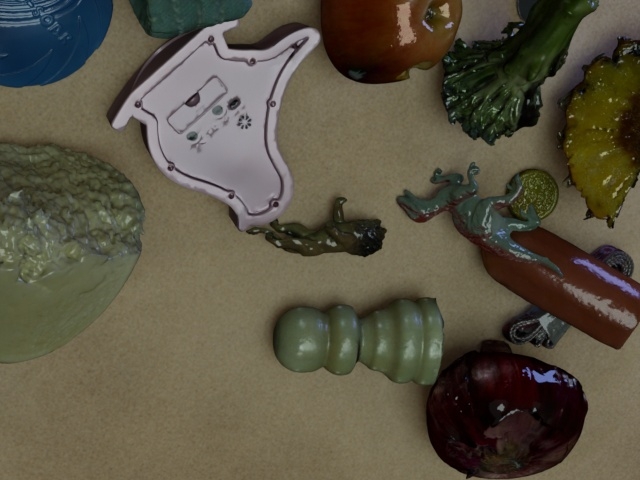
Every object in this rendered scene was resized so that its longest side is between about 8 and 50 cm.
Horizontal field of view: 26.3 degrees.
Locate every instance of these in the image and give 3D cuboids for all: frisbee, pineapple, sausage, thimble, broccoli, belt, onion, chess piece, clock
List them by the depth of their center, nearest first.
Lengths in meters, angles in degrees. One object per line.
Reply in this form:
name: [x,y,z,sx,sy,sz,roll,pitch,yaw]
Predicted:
thimble: [-0.190,-0.375,1.766,0.143,0.235,0.198,-18,151,-12]
frisbee: [-0.392,-0.318,1.802,0.242,0.045,0.242,-4,105,-15]
broccoli: [0.283,-0.264,1.893,0.145,0.304,0.165,-7,67,-33]
clock: [-0.106,-0.184,1.905,0.290,0.080,0.275,-45,113,1]
chess piece: [0.050,0.148,2.032,0.243,0.133,0.133,2,105,-10]
pineapple: [0.445,-0.191,2.055,0.161,0.158,0.334,23,95,18]
sausage: [0.365,0.060,2.065,0.259,0.113,0.113,29,96,4]
onion: [0.274,0.247,2.082,0.252,0.219,0.252,-2,150,-1]
belt: [0.392,0.095,2.147,0.232,0.053,0.071,-37,113,-4]

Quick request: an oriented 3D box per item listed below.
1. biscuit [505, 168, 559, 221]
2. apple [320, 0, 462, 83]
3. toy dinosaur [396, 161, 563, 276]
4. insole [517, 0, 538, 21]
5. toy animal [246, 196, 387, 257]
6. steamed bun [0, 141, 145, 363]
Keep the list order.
biscuit: [0.324,-0.069,2.095,0.084,0.023,0.084,-4,105,-14]
apple: [0.099,-0.305,1.871,0.199,0.199,0.199,-5,107,-15]
toy dinosaur: [0.248,-0.017,2.016,0.167,0.053,0.242,-38,84,8]
insole: [0.327,-0.411,2.008,0.064,0.004,0.188,10,102,-19]
toy animal: [0.000,-0.014,1.990,0.220,0.069,0.086,3,124,-15]
steamed bun: [-0.369,0.002,1.778,0.272,0.290,0.273,-5,125,-21]
